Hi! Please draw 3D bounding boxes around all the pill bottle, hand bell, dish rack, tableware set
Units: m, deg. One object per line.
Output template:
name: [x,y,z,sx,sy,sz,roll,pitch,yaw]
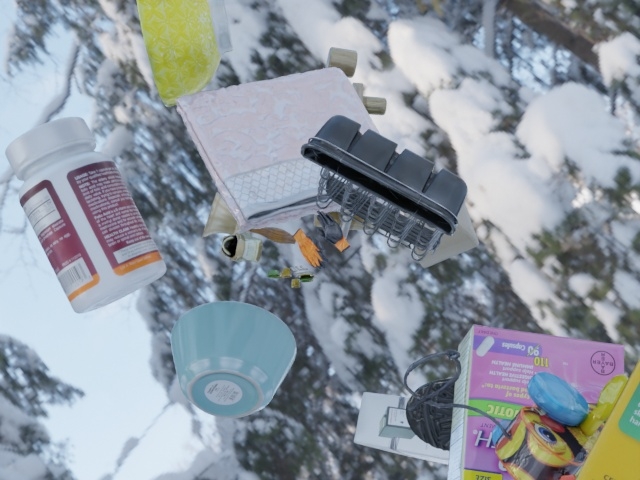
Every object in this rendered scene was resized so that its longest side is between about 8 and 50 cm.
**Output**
pill bottle: [-0.522,-0.057,1.889,0.224,0.392,0.224,-27,-2,-1]
hand bell: [-0.182,-0.033,2.298,0.126,0.242,0.126,-162,90,-83]
dish rack: [0.079,-0.050,1.126,0.074,0.208,0.271,-57,-8,-18]
tableware set: [-0.070,0.092,2.084,0.104,0.024,0.154,-8,-15,13]

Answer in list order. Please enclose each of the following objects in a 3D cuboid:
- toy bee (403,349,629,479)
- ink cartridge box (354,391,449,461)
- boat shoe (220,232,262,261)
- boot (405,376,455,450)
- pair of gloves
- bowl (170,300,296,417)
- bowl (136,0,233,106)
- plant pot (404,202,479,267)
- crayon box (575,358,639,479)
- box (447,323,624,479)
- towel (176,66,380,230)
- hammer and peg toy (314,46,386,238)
toy bee: [0.243,0.232,0.920,0.299,0.162,0.195,-2,-57,-18]
ink cartridge box: [0.251,0.422,1.882,0.211,0.289,0.121,25,-109,-40]
boat shoe: [-0.133,0.008,1.350,0.045,0.135,0.050,11,-96,-24]
boot: [0.349,0.283,1.566,0.348,0.131,0.260,-7,4,19]
pair of gloves: [0.000,0.000,1.297,0.083,0.074,0.010,-42,-12,31]
bowl: [-0.217,0.310,2.063,0.163,0.312,0.311,-87,19,-50]
bowl: [-0.262,-0.422,1.710,0.156,0.289,0.289,-10,-27,-1]
plant pot: [0.197,-0.034,1.487,0.109,0.109,0.096,-24,-34,16]
crayon box: [0.323,0.245,0.740,0.322,0.203,0.083,-56,-22,-14]
box: [0.297,0.259,1.191,0.117,0.214,0.242,95,-176,-69]
towel: [-0.049,-0.177,1.529,0.332,0.317,0.053,-15,-34,-23]
hammer and peg toy: [0.064,-0.206,1.807,0.128,0.361,0.266,4,-22,-3]
